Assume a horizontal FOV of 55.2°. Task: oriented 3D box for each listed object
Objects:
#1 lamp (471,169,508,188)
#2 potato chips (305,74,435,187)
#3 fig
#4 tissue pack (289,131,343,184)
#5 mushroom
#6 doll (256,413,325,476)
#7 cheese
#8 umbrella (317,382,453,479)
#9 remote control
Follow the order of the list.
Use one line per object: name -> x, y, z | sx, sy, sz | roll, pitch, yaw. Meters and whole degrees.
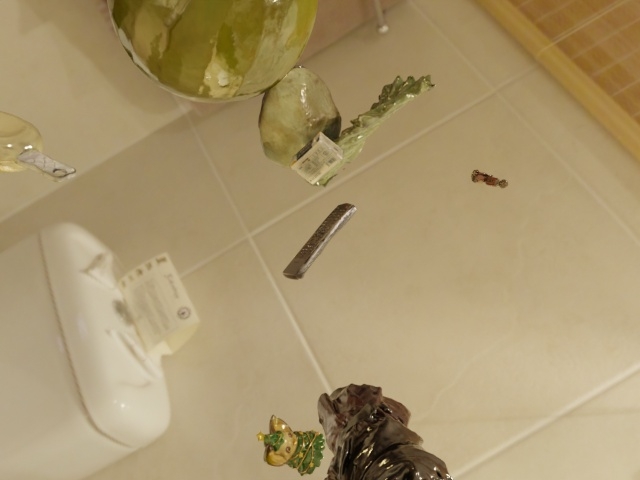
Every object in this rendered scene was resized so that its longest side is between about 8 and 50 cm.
lamp -> 0.385, -0.137, 1.389 | 0.083, 0.031, 0.063 | 19, 11, 15
potato chips -> 0.118, -0.292, 1.519 | 0.097, 0.373, 0.389 | 48, 37, -4
fig -> -0.106, -0.287, 0.664 | 0.239, 0.239, 0.271 | 59, -35, 8
tissue pack -> -0.007, -0.150, 1.116 | 0.062, 0.083, 0.042 | 35, 34, -24
mushroom -> -0.045, -0.299, 1.577 | 0.164, 0.266, 0.190 | 29, 23, 24
doll -> -0.056, 0.338, 1.000 | 0.076, 0.113, 0.078 | 118, -15, -52
cheese -> -0.544, -0.168, 1.108 | 0.163, 0.249, 0.070 | -78, -178, -61
umbrella -> 0.045, 0.181, 0.551 | 0.326, 0.090, 0.094 | 172, -87, -85
remote control -> 0.000, 0.000, 1.267 | 0.059, 0.212, 0.028 | 1, -45, 55
